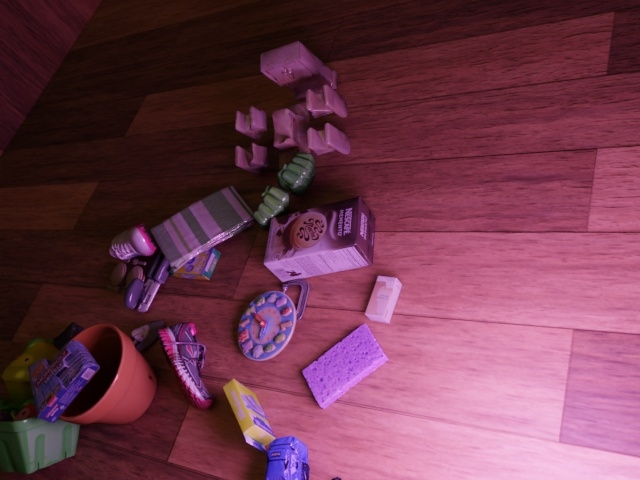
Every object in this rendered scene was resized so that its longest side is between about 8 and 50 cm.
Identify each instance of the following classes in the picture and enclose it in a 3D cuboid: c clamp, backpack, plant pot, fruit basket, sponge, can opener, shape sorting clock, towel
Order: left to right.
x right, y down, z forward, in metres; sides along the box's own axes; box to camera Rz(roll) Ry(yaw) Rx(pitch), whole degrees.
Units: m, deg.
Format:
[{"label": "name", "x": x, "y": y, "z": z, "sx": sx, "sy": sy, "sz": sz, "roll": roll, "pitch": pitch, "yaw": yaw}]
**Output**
[{"label": "fruit basket", "x": -0.915, "y": 0.493, "z": 1.879, "sx": 0.392, "sy": 0.283, "sz": 0.392, "roll": 1, "pitch": 92, "yaw": 29}, {"label": "plant pot", "x": -0.625, "y": 0.419, "z": 1.811, "sx": 0.290, "sy": 0.203, "sz": 0.291, "roll": -18, "pitch": 50, "yaw": 22}, {"label": "can opener", "x": -0.567, "y": 0.107, "z": 2.071, "sx": 0.076, "sy": 0.095, "sz": 0.284, "roll": 11, "pitch": 72, "yaw": 40}, {"label": "towel", "x": -0.394, "y": -0.051, "z": 2.068, "sx": 0.324, "sy": 0.038, "sz": 0.248, "roll": -32, "pitch": 45, "yaw": -9}, {"label": "shape sorting clock", "x": -0.155, "y": 0.238, "z": 1.726, "sx": 0.206, "sy": 0.040, "sz": 0.206, "roll": -21, "pitch": 55, "yaw": 33}, {"label": "c clamp", "x": -0.099, "y": 0.181, "z": 1.764, "sx": 0.137, "sy": 0.022, "sz": 0.161, "roll": 2, "pitch": 60, "yaw": 34}, {"label": "backpack", "x": -0.079, "y": 0.524, "z": 1.449, "sx": 0.097, "sy": 0.101, "sz": 0.120, "roll": -11, "pitch": 49, "yaw": 19}, {"label": "sponge", "x": 0.061, "y": 0.317, "z": 1.554, "sx": 0.210, "sy": 0.031, "sz": 0.117, "roll": -38, "pitch": 46, "yaw": 3}]

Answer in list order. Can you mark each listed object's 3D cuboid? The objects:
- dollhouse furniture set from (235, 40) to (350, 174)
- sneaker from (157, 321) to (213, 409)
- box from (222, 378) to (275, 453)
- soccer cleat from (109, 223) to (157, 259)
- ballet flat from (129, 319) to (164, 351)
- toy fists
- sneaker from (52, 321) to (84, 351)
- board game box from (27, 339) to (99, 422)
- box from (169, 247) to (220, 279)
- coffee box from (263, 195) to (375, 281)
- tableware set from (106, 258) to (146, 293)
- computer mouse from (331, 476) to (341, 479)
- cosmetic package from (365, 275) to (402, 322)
[{"label": "dollhouse furniture set", "x": -0.072, "y": -0.430, "z": 2.104, "sx": 0.362, "sy": 0.256, "sz": 0.394, "roll": -9, "pitch": 75, "yaw": 29}, {"label": "sneaker", "x": -0.374, "y": 0.349, "z": 1.765, "sx": 0.112, "sy": 0.121, "sz": 0.299, "roll": -19, "pitch": 50, "yaw": -21}, {"label": "box", "x": -0.179, "y": 0.446, "z": 1.563, "sx": 0.042, "sy": 0.109, "sz": 0.178, "roll": -38, "pitch": 46, "yaw": 1}, {"label": "soccer cleat", "x": -0.650, "y": 0.020, "z": 2.102, "sx": 0.143, "sy": 0.116, "sz": 0.331, "roll": -30, "pitch": 9, "yaw": -17}, {"label": "ballet flat", "x": -0.593, "y": 0.323, "z": 1.952, "sx": 0.213, "sy": 0.068, "sz": 0.072, "roll": -42, "pitch": 46, "yaw": 0}, {"label": "toy fists", "x": -0.110, "y": -0.156, "z": 1.914, "sx": 0.096, "sy": 0.142, "sz": 0.279, "roll": 36, "pitch": 78, "yaw": 5}, {"label": "sneaker", "x": -0.841, "y": 0.359, "z": 2.079, "sx": 0.222, "sy": 0.083, "sz": 0.118, "roll": 28, "pitch": 76, "yaw": 44}, {"label": "board game box", "x": -0.744, "y": 0.377, "z": 1.736, "sx": 0.194, "sy": 0.060, "sz": 0.194, "roll": 30, "pitch": 78, "yaw": 42}, {"label": "box", "x": -0.427, "y": 0.074, "z": 2.044, "sx": 0.179, "sy": 0.043, "sz": 0.105, "roll": 0, "pitch": 58, "yaw": 35}, {"label": "coffee box", "x": 0.000, "y": 0.000, "z": 1.762, "sx": 0.297, "sy": 0.119, "sz": 0.168, "roll": -13, "pitch": 52, "yaw": 26}, {"label": "tableware set", "x": -0.676, "y": 0.129, "z": 2.171, "sx": 0.194, "sy": 0.039, "sz": 0.128, "roll": 8, "pitch": 75, "yaw": 43}, {"label": "computer mouse", "x": 0.033, "y": 0.626, "z": 1.340, "sx": 0.106, "sy": 0.042, "sz": 0.193, "roll": -35, "pitch": 46, "yaw": 5}, {"label": "cosmetic package", "x": 0.164, "y": 0.153, "z": 1.597, "sx": 0.060, "sy": 0.041, "sz": 0.115, "roll": 3, "pitch": 61, "yaw": 34}]
